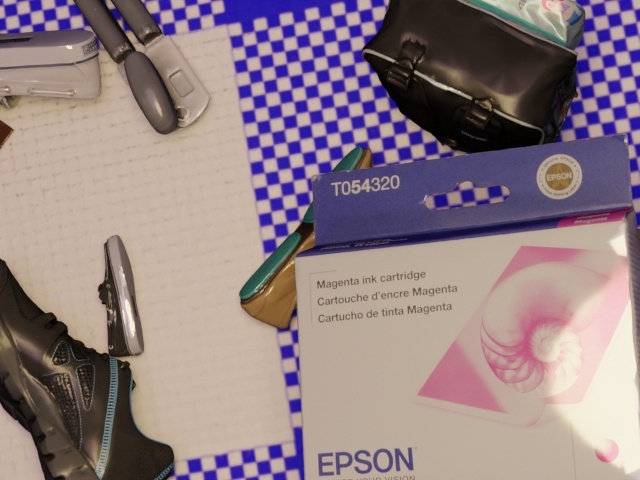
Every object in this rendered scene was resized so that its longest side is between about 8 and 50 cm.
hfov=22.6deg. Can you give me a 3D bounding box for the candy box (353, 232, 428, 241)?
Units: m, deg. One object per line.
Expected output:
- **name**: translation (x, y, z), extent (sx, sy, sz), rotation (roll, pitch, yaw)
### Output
- **candy box**: translation (0.121, 0.166, 1.664), extent (0.122, 0.268, 0.317), rotation (-5, 80, 15)

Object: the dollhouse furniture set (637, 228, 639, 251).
- **dollhouse furniture set**: translation (0.299, 0.154, 1.675), extent (0.286, 0.198, 0.303), rotation (-12, 98, -34)

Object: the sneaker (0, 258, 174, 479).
- **sneaker**: translation (-0.292, 0.157, 1.815), extent (0.140, 0.125, 0.341), rotation (-26, 79, -21)

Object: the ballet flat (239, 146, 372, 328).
- **ballet flat**: translation (0.000, 0.000, 1.824), extent (0.073, 0.080, 0.232), rotation (39, 89, -17)

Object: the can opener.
- **can opener**: translation (-0.225, -0.246, 1.878), extent (0.074, 0.093, 0.280), rotation (-34, 73, 1)

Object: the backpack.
- **backpack**: translation (0.172, -0.188, 1.735), extent (0.225, 0.253, 0.191), rotation (26, 80, 14)

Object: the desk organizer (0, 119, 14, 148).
- **desk organizer**: translation (-0.424, -0.096, 1.890), extent (0.047, 0.050, 0.130), rotation (35, 86, 11)

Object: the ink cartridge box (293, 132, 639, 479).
- **ink cartridge box**: translation (0.136, 0.074, 1.492), extent (0.324, 0.071, 0.330), rotation (-7, 80, 20)

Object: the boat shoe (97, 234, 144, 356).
- **boat shoe**: translation (-0.235, 0.065, 1.843), extent (0.040, 0.049, 0.142), rotation (-12, 81, 5)

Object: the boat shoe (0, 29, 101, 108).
- **boat shoe**: translation (-0.379, -0.194, 1.883), extent (0.258, 0.095, 0.084), rotation (2, 115, 22)
